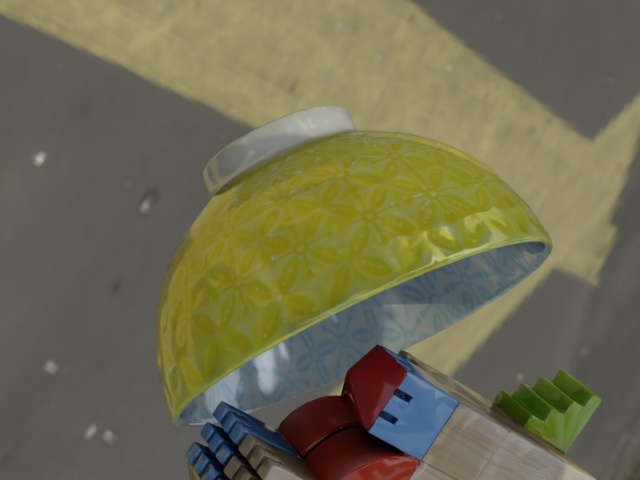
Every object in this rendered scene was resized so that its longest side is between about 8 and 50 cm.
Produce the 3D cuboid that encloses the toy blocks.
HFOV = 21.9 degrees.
[{"bbox_3d":[0.006,0.215,1.157,0.261,0.191,0.381,32,95,-30],"label":"toy blocks"}]

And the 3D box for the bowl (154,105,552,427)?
[{"bbox_3d":[0.000,0.000,1.155,0.289,0.156,0.289,-23,167,-6],"label":"bowl"}]
